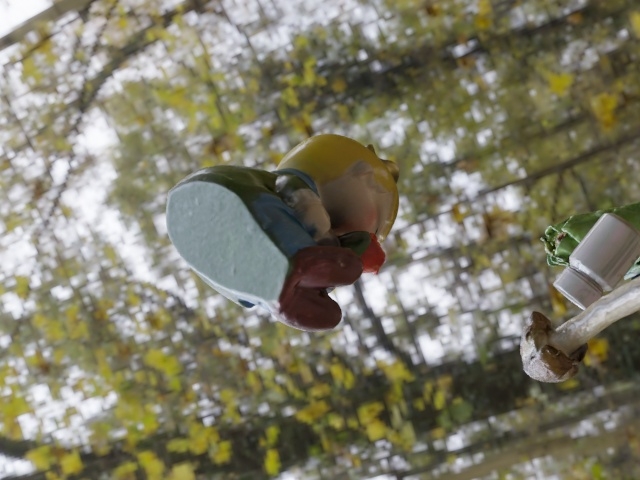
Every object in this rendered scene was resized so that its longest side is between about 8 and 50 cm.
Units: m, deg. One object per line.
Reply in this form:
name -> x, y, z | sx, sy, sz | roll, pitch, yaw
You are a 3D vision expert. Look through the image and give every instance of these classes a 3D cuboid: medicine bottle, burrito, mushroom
medicine bottle -> 0.266, 0.021, 1.312 | 0.052, 0.089, 0.052 | 38, 179, 0
burrito -> 0.380, -0.006, 1.500 | 0.104, 0.288, 0.054 | -81, -29, -42
mushroom -> 0.230, 0.066, 1.159 | 0.061, 0.187, 0.060 | 33, -130, -10

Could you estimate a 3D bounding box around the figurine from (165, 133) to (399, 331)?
figurine -> 0.007, -0.011, 1.112 | 0.234, 0.185, 0.127 | -1, -67, -50
